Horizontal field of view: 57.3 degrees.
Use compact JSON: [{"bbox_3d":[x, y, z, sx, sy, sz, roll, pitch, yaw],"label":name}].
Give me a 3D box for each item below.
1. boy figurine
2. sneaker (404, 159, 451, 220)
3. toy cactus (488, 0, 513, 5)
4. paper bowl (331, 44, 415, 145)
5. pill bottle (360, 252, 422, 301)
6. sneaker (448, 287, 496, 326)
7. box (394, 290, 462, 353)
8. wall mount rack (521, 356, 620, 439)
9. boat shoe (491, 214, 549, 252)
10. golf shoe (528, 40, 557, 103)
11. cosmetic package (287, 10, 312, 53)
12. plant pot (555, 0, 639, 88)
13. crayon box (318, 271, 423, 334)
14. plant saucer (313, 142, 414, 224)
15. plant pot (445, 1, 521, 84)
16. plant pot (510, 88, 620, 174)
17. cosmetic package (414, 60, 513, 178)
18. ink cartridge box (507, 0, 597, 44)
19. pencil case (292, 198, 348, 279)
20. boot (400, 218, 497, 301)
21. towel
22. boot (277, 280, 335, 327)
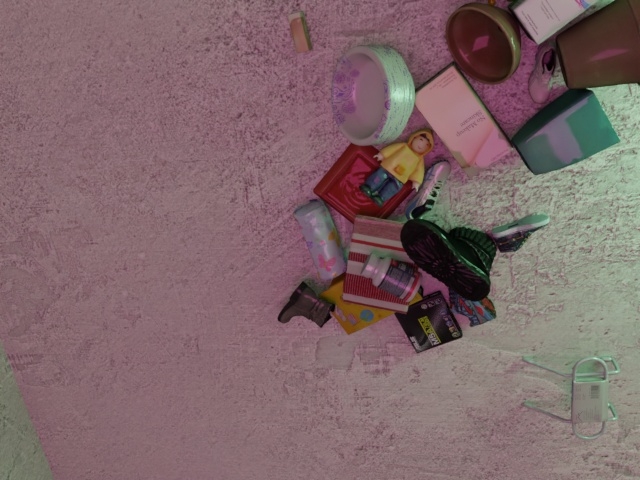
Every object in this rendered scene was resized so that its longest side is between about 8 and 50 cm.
[{"bbox_3d":[0.257,-0.230,1.833,0.177,0.092,0.285,45,101,-4],"label":"boy figurine"},{"bbox_3d":[0.352,-0.151,1.873,0.085,0.086,0.237,7,128,-31],"label":"sneaker"},{"bbox_3d":[0.466,-0.754,1.587,0.219,0.112,0.180,40,106,5],"label":"toy cactus"},{"bbox_3d":[0.166,-0.425,1.721,0.148,0.284,0.284,-11,119,-30],"label":"paper bowl"},{"bbox_3d":[0.227,0.114,1.890,0.180,0.108,0.108,27,117,-3],"label":"pill bottle"},{"bbox_3d":[0.480,0.200,2.001,0.125,0.104,0.262,-38,101,26],"label":"sneaker"},{"bbox_3d":[0.386,0.293,2.096,0.184,0.045,0.190,-24,106,19],"label":"box"},{"bbox_3d":[0.876,0.527,2.052,0.304,0.130,0.350,-5,112,11],"label":"wall mount rack"},{"bbox_3d":[0.653,-0.021,1.889,0.183,0.065,0.083,-18,111,25],"label":"boat shoe"},{"bbox_3d":[0.637,-0.474,1.673,0.069,0.086,0.176,2,115,10],"label":"golf shoe"},{"bbox_3d":[-0.062,-0.631,1.774,0.041,0.060,0.115,-9,113,16],"label":"cosmetic package"},{"bbox_3d":[0.752,-0.507,1.539,0.229,0.263,0.263,-14,110,21],"label":"plant pot"},{"bbox_3d":[0.176,0.180,2.071,0.318,0.081,0.202,-30,104,22],"label":"crayon box"},{"bbox_3d":[0.142,-0.169,1.943,0.258,0.047,0.259,38,117,-6],"label":"plant saucer"},{"bbox_3d":[0.473,-0.565,1.627,0.110,0.237,0.237,-42,102,-16],"label":"plant pot"},{"bbox_3d":[0.684,-0.302,1.680,0.234,0.165,0.165,-32,104,17],"label":"plant pot"},{"bbox_3d":[0.423,-0.361,1.757,0.160,0.113,0.309,-36,101,24],"label":"cosmetic package"},{"bbox_3d":[0.646,-0.653,1.525,0.278,0.201,0.117,-35,103,24],"label":"ink cartridge box"},{"bbox_3d":[0.000,0.000,2.013,0.124,0.113,0.273,-14,110,27],"label":"pencil case"},{"bbox_3d":[0.407,0.012,1.846,0.348,0.260,0.131,42,127,-11],"label":"boot"},{"bbox_3d":[0.207,0.082,1.959,0.237,0.037,0.329,11,116,6],"label":"towel"},{"bbox_3d":[-0.053,0.268,2.117,0.161,0.083,0.246,38,137,5],"label":"boot"}]
